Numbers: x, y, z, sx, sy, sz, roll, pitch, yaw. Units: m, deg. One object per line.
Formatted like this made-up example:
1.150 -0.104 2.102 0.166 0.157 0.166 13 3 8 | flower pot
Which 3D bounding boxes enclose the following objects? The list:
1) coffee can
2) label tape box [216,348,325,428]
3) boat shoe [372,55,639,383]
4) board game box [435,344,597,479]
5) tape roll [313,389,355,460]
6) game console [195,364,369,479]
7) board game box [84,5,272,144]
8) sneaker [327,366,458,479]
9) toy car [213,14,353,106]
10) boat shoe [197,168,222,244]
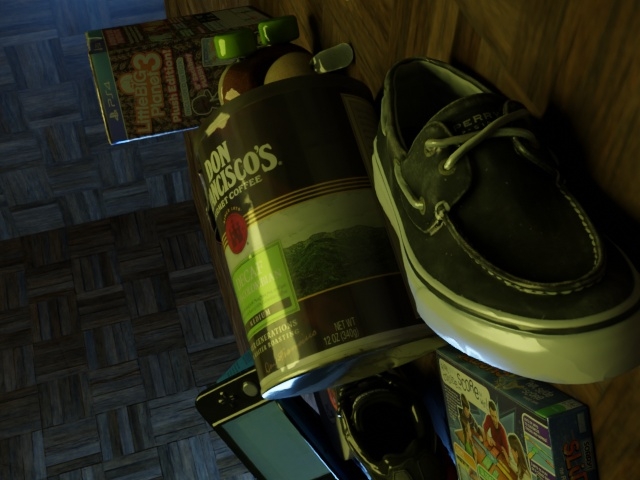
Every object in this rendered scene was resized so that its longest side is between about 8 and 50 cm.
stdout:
0.000 0.000 0.797 0.201 0.201 0.275 112 142 -69 | coffee can
-0.038 0.381 1.487 0.334 0.106 0.240 48 175 -16 | label tape box
0.096 -0.038 0.515 0.335 0.121 0.119 -121 17 -59 | boat shoe
0.161 0.174 0.650 0.201 0.035 0.136 -154 52 -74 | board game box
0.037 0.205 1.138 0.219 0.072 0.219 166 90 -77 | tape roll
-0.052 0.352 1.222 0.293 0.250 0.173 54 -154 -14 | game console
-0.221 -0.279 1.265 0.232 0.291 0.141 -127 27 -62 | board game box
0.064 0.186 0.891 0.135 0.097 0.276 63 177 -41 | sneaker
-0.020 -0.191 0.952 0.188 0.149 0.155 11 121 45 | toy car
-0.078 0.003 1.164 0.127 0.158 0.341 39 148 52 | boat shoe
